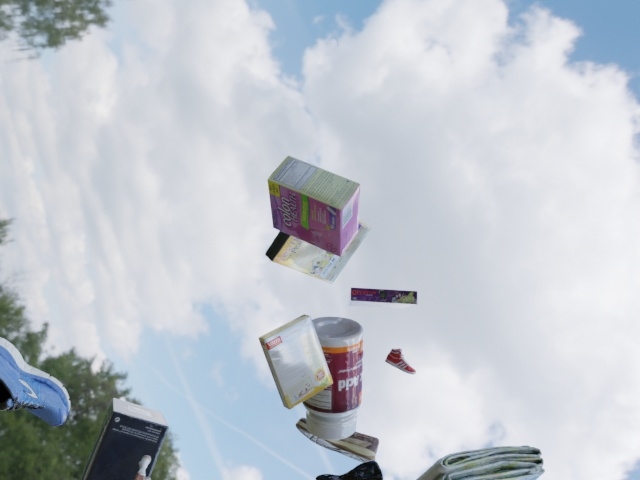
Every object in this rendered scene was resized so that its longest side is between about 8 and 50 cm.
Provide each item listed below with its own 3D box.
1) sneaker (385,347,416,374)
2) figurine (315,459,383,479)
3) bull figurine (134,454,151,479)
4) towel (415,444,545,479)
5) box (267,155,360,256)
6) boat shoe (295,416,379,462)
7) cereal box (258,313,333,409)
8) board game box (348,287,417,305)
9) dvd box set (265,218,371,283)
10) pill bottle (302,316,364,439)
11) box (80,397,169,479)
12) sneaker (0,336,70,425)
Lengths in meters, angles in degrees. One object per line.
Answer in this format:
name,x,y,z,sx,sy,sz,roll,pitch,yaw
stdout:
sneaker,0.298,0.431,2.171,0.118,0.042,0.067,25,-85,7
figurine,0.086,0.819,1.928,0.092,0.209,0.215,-128,-144,-67
bull figurine,-0.437,0.609,1.368,0.101,0.310,0.188,68,-8,-23
towel,0.371,0.654,1.587,0.374,0.320,0.090,113,-31,-42
box,-0.018,-0.099,1.769,0.243,0.117,0.214,24,-34,19
boat shoe,0.072,0.771,2.417,0.341,0.123,0.123,20,-32,9
cereal box,-0.073,0.370,1.855,0.047,0.173,0.240,1,-68,60
board game box,0.199,0.195,2.015,0.347,0.208,0.056,84,5,-82
dvd box set,0.000,0.000,2.470,0.062,0.420,0.308,40,-80,38
pill bottle,0.043,0.492,2.165,0.224,0.224,0.392,22,-64,54
box,-0.618,0.673,1.876,0.296,0.182,0.294,-20,-130,70
sneaker,-0.794,0.399,1.568,0.330,0.129,0.147,55,22,-34
